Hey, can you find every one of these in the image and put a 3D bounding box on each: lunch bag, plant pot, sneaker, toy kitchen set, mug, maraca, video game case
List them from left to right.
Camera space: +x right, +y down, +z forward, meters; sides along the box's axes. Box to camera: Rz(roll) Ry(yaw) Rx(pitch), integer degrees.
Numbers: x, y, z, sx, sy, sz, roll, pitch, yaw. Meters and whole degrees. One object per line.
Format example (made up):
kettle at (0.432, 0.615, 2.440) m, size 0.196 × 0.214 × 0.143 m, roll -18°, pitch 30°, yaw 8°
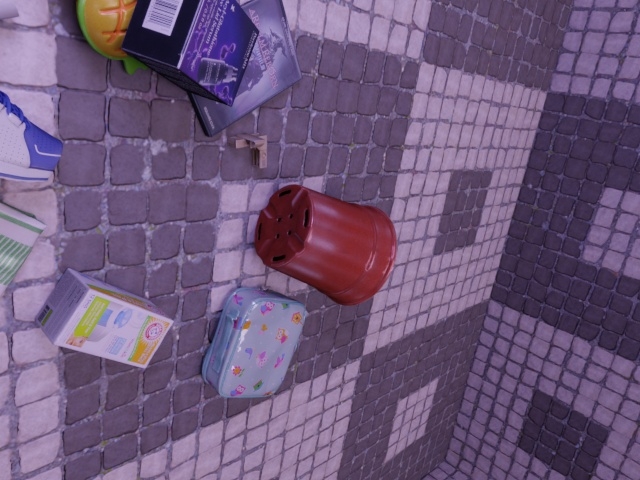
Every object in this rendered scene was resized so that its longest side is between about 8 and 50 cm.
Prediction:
sneaker at (-0.475, -0.209, 0.644) m, size 0.315 × 0.127 × 0.182 m, roll 26°, pitch 100°, yaw -49°
mug at (-0.465, -0.335, 0.677) m, size 0.064 × 0.078 × 0.062 m, roll -32°, pitch 163°, yaw -22°
maraca at (-0.317, -0.348, 0.797) m, size 0.127 × 0.099 × 0.186 m, roll -56°, pitch 164°, yaw -5°
video game case at (-0.160, -0.364, 1.013) m, size 0.274 × 0.026 × 0.196 m, roll -40°, pitch 134°, yaw -26°
toy kitchen set at (-0.149, -0.189, 1.079) m, size 0.083 × 0.068 × 0.075 m, roll -20°, pitch 123°, yaw -41°
lunch bag at (-0.169, 0.252, 1.248) m, size 0.224 × 0.107 × 0.279 m, roll 16°, pitch 95°, yaw -45°
plant pot at (0.000, 0.000, 1.210) m, size 0.265 × 0.272 × 0.273 m, roll 22°, pitch 92°, yaw -42°

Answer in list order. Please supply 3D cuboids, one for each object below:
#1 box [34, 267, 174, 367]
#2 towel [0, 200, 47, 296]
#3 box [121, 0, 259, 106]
box at (-0.404, 0.152, 0.942) m, size 0.114 × 0.103 × 0.203 m, roll -59°, pitch 140°, yaw -7°
towel at (-0.602, 0.062, 0.731) m, size 0.248 × 0.038 × 0.325 m, roll 38°, pitch 79°, yaw -50°
box at (-0.204, -0.333, 0.817) m, size 0.207 × 0.108 × 0.153 m, roll 0°, pitch 111°, yaw -77°
